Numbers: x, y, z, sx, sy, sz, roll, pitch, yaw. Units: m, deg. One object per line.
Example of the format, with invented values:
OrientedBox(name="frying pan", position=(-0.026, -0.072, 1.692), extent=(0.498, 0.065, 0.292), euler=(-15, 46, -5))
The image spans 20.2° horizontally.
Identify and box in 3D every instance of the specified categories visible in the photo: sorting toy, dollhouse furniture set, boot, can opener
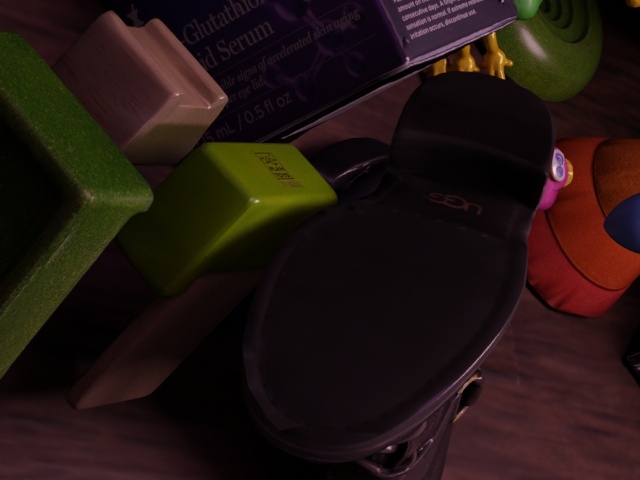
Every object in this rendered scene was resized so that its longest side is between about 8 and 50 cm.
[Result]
OrientedBox(name="sorting toy", position=(0.173, -0.142, 1.104), extent=(0.127, 0.126, 0.366), euler=(14, 62, -44))
OrientedBox(name="dollhouse furniture set", position=(-0.169, -0.069, 0.733), extent=(0.301, 0.151, 0.197), euler=(49, 21, 17))
OrientedBox(name="boot", position=(0.032, 0.073, 0.779), extent=(0.091, 0.229, 0.263), euler=(21, 38, 13))
OrientedBox(name="can opener", position=(0.000, 0.000, 0.904), extent=(0.186, 0.073, 0.059), euler=(-29, 132, -48))

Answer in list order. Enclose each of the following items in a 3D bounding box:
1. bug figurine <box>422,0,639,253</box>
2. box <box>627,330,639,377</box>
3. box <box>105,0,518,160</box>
OrientedBox(name="bug figurine", position=(0.148, -0.093, 0.989), extent=(0.072, 0.216, 0.279), euler=(49, 36, -64))
OrientedBox(name="box", position=(0.332, 0.035, 1.158), extent=(0.142, 0.163, 0.247), euler=(53, 41, -15))
OrientedBox(name="box", position=(-0.027, -0.159, 0.868), extent=(0.108, 0.153, 0.207), euler=(-29, 92, -50))
